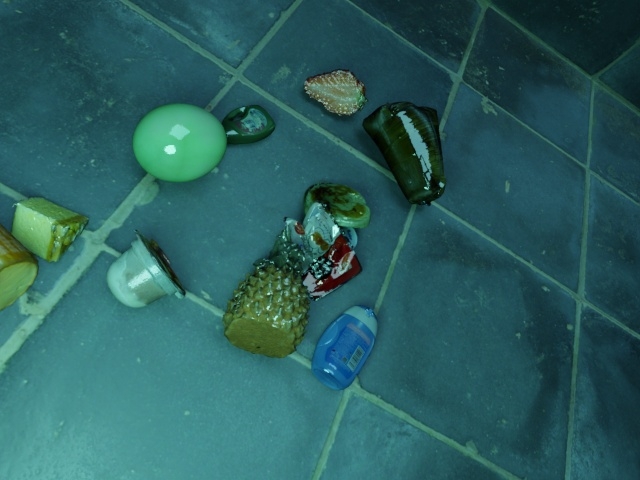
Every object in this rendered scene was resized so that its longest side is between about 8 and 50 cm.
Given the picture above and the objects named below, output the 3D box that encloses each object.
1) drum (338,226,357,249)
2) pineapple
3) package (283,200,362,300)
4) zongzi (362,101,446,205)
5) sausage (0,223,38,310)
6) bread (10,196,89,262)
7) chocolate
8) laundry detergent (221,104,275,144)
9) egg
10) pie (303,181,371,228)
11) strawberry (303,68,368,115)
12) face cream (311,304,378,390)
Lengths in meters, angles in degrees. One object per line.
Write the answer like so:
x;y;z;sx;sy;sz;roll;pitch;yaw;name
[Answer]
0.000;-0.019;1.502;0.253;0.049;0.130;11;61;-20;drum
-0.124;0.125;1.287;0.222;0.223;0.358;23;48;-13;pineapple
-0.002;0.024;1.425;0.193;0.071;0.270;-28;104;-6;package
0.412;-0.343;1.799;0.432;0.207;0.404;-17;78;-44;zongzi
-0.793;0.023;0.996;0.287;0.233;0.233;45;55;0;sausage
-0.679;-0.036;1.181;0.147;0.127;0.152;28;23;-8;bread
-0.449;0.095;1.178;0.147;0.221;0.221;-38;84;-7;chocolate
-0.264;-0.377;1.558;0.210;0.063;0.137;-32;79;-32;laundry detergent
-0.398;-0.280;1.344;0.269;0.220;0.220;-27;78;-35;egg
0.052;-0.111;1.535;0.240;0.054;0.241;10;40;-8;pie
0.064;-0.566;1.795;0.235;0.107;0.175;36;92;-3;strawberry
0.079;0.293;1.355;0.149;0.083;0.264;41;55;-2;face cream
